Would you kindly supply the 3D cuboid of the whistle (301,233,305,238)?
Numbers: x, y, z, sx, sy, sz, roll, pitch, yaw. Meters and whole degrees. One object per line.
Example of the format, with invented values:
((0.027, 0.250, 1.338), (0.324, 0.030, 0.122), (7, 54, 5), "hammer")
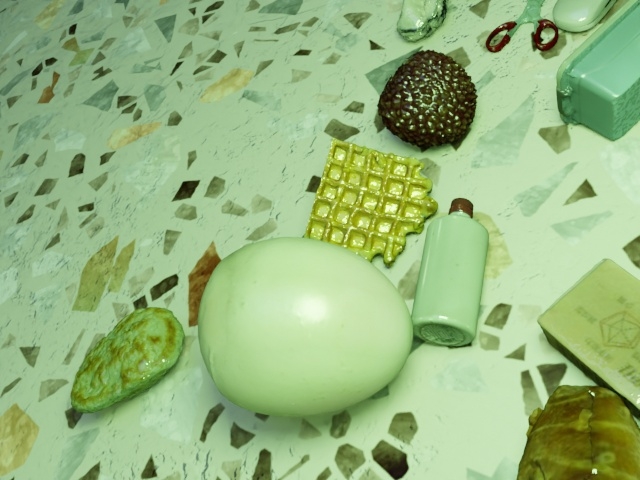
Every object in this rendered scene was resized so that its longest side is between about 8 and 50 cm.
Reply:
((-0.001, -0.001, 1.327), (0.326, 0.057, 0.068), (-46, 41, -7), "whistle")

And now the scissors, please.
((0.436, -0.478, 1.441), (0.144, 0.017, 0.248), (8, 61, 34), "scissors")

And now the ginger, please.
((0.323, 0.363, 0.792), (0.176, 0.254, 0.418), (-44, 19, 41), "ginger")

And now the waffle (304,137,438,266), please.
((0.098, -0.055, 1.270), (0.218, 0.057, 0.230), (13, 78, 11), "waffle")

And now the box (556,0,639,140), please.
((0.504, -0.288, 1.171), (0.227, 0.162, 0.130), (-43, 58, -3), "box")

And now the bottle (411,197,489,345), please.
((0.213, 0.041, 1.140), (0.104, 0.104, 0.245), (-3, 58, 29), "bottle")

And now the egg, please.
((-0.027, 0.133, 1.096), (0.344, 0.283, 0.283), (-2, 57, 19), "egg")

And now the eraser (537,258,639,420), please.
((0.456, 0.175, 0.916), (0.144, 0.078, 0.343), (-42, 48, -1), "eraser")

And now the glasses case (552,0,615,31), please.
((0.536, -0.496, 1.361), (0.092, 0.059, 0.233), (26, 74, 39), "glasses case")

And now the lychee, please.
((0.206, -0.260, 1.320), (0.188, 0.188, 0.188), (-16, 51, 21), "lychee")

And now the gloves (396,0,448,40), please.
((0.230, -0.501, 1.543), (0.114, 0.070, 0.153), (6, 62, 27), "gloves")

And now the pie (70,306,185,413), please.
((-0.366, 0.231, 1.361), (0.247, 0.090, 0.201), (-32, 37, 7), "pie")
